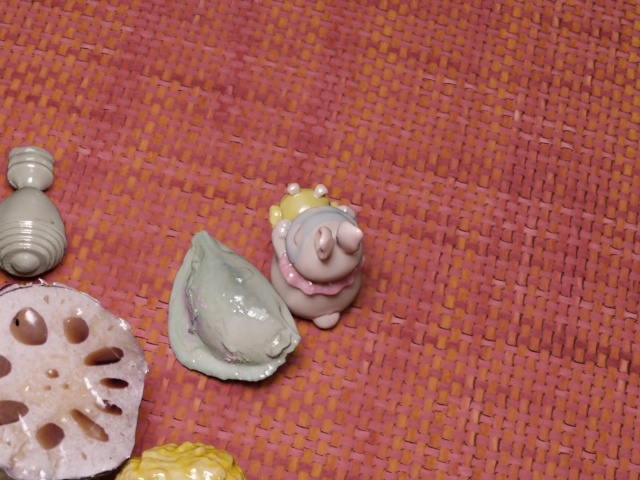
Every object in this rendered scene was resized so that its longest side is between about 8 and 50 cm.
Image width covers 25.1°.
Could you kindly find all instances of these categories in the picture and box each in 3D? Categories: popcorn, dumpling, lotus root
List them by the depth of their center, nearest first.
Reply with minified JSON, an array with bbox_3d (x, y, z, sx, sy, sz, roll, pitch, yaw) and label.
[{"bbox_3d":[-0.167,0.316,1.707,0.180,0.180,0.170,11,57,-1],"label":"popcorn"},{"bbox_3d":[-0.350,0.205,1.736,0.272,0.192,0.272,15,51,-19],"label":"lotus root"},{"bbox_3d":[-0.128,0.090,1.866,0.149,0.105,0.217,-28,69,-20],"label":"dumpling"}]

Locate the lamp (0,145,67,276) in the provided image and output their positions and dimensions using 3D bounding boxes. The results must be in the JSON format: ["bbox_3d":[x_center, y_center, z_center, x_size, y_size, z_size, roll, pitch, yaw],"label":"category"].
[{"bbox_3d":[-0.388,-0.038,1.911,0.106,0.106,0.193,1,53,-6],"label":"lamp"}]

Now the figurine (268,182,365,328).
[{"bbox_3d":[0.000,0.000,1.855,0.127,0.235,0.155,-1,62,-8],"label":"figurine"}]
